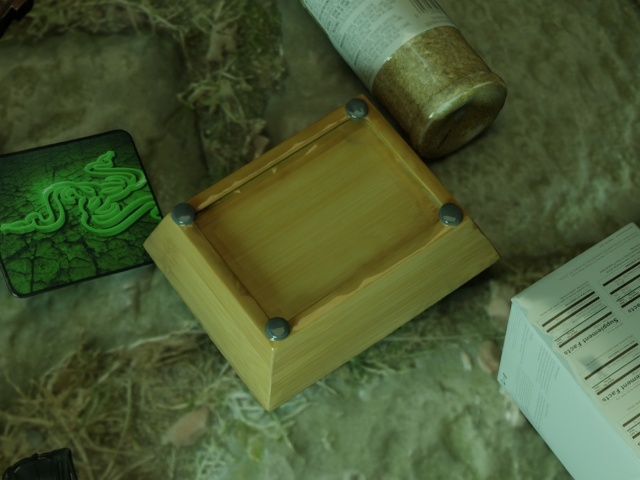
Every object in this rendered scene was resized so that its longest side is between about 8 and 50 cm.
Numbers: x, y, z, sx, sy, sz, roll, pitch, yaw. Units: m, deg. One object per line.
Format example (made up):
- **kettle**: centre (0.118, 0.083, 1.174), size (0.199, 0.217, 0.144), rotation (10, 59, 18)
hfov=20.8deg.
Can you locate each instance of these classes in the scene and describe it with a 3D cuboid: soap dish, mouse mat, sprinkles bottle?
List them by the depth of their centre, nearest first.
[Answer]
- **soap dish**: centre (0.000, 0.000, 1.755), size (0.291, 0.118, 0.229), rotation (-33, 66, -14)
- **mouse mat**: centre (-0.254, -0.030, 1.783), size (0.189, 0.007, 0.152), rotation (-15, 77, -32)
- **sprinkles bottle**: centre (0.054, -0.253, 1.886), size (0.121, 0.121, 0.355), rotation (-30, 66, -14)

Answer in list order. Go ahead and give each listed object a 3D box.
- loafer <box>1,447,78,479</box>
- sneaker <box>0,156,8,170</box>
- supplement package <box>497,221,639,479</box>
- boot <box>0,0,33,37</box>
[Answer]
- **loafer**: centre (-0.226, 0.292, 1.628), size (0.078, 0.076, 0.223), rotation (-27, 62, -6)
- **sneaker**: centre (-0.437, -0.090, 1.820), size (0.315, 0.127, 0.182), rotation (27, 62, 7)
- **supplement package**: centre (0.289, 0.133, 1.634), size (0.149, 0.194, 0.203), rotation (-31, 66, -14)
- **boot**: centre (-0.396, -0.270, 1.952), size (0.114, 0.037, 0.106), rotation (36, 55, 15)
